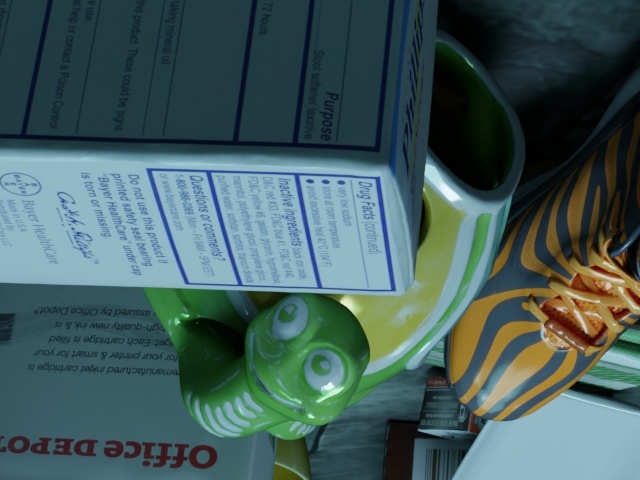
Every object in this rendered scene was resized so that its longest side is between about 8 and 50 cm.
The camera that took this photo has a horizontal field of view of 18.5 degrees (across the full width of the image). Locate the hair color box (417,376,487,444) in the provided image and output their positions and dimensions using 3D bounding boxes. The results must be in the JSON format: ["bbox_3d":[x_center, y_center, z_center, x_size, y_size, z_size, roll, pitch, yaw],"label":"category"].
[{"bbox_3d":[0.183,0.164,1.754,0.167,0.053,0.093,15,169,-25],"label":"hair color box"}]

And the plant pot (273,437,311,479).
[{"bbox_3d":[-0.070,0.181,1.820,0.134,0.095,0.134,5,152,3],"label":"plant pot"}]

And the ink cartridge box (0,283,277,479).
[{"bbox_3d":[-0.135,0.076,1.444,0.211,0.289,0.121,2,151,7],"label":"ink cartridge box"}]

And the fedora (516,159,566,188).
[{"bbox_3d":[0.172,-0.008,1.451,0.194,0.079,0.194,10,158,4],"label":"fedora"}]

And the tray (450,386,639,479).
[{"bbox_3d":[0.192,0.196,1.684,0.145,0.030,0.270,15,142,-5],"label":"tray"}]

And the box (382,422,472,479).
[{"bbox_3d":[0.161,0.323,1.992,0.191,0.143,0.381,2,153,7],"label":"box"}]

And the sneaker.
[{"bbox_3d":[0.184,0.018,1.268,0.125,0.180,0.321,28,114,-12],"label":"sneaker"}]

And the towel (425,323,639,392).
[{"bbox_3d":[0.143,0.077,1.554,0.248,0.038,0.325,13,172,-11],"label":"towel"}]

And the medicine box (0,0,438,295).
[{"bbox_3d":[-0.084,-0.118,1.112,0.289,0.263,0.149,2,151,7],"label":"medicine box"}]

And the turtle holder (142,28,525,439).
[{"bbox_3d":[-0.007,-0.018,1.251,0.227,0.243,0.320,-33,174,33],"label":"turtle holder"}]
